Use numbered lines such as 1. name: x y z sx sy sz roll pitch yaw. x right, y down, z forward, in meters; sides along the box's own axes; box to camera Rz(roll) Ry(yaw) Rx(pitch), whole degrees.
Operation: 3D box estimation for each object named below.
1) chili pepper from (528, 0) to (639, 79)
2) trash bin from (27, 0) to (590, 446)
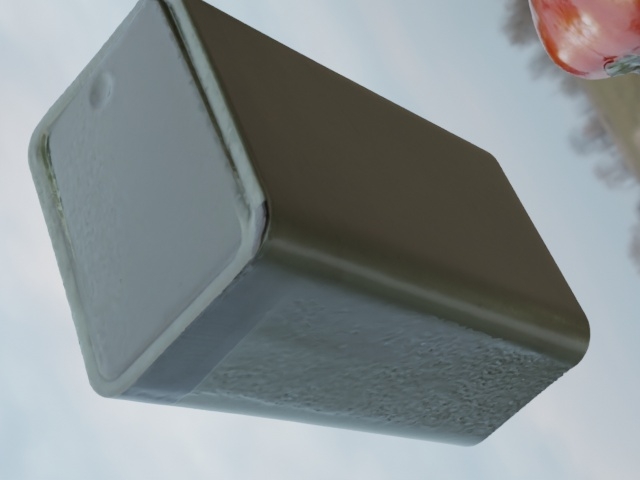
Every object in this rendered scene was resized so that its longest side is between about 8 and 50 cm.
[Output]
1. chili pepper: 0.112 -0.096 0.502 0.192 0.086 0.084 68 160 5
2. trash bin: 0.000 0.000 0.713 0.240 0.122 0.164 18 -143 -44
